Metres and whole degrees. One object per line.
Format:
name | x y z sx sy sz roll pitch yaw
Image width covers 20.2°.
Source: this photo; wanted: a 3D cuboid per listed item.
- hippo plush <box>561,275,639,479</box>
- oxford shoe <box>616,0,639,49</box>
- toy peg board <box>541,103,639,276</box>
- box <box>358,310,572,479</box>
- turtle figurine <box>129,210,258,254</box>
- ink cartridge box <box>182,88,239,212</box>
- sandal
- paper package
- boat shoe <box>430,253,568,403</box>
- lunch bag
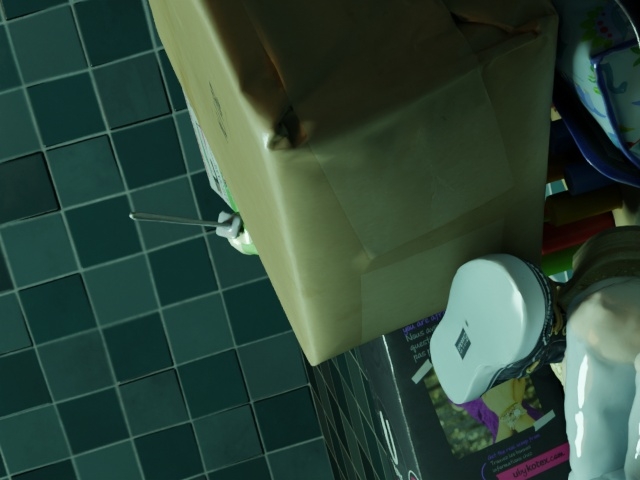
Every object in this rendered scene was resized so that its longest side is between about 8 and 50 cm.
hippo plush | 0.140 0.173 1.012 0.234 0.236 0.294 59 169 32
oxford shoe | 0.166 -0.152 0.785 0.097 0.098 0.271 -126 21 -69
toy peg board | 0.152 -0.058 1.192 0.161 0.079 0.161 86 165 -61
box | 0.127 0.143 1.584 0.165 0.143 0.270 -141 36 -77
turtle figurine | 0.000 -0.075 1.536 0.266 0.274 0.198 111 171 -87
ink cartridge box | -0.070 -0.145 1.816 0.278 0.117 0.201 -142 36 -78
sandal | 0.180 0.072 1.174 0.240 0.088 0.079 102 175 -66
paper package | 0.002 -0.130 1.061 0.325 0.168 0.309 78 168 -65
boat shoe | 0.124 0.042 1.086 0.065 0.083 0.183 65 164 14
lunch bag | 0.165 -0.103 0.973 0.129 0.096 0.151 65 -177 39
